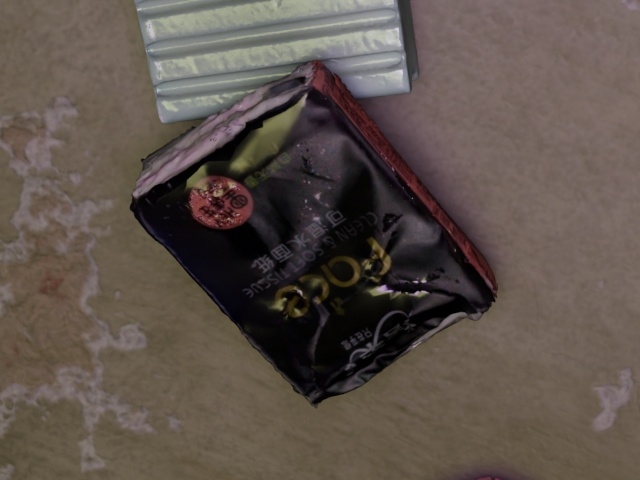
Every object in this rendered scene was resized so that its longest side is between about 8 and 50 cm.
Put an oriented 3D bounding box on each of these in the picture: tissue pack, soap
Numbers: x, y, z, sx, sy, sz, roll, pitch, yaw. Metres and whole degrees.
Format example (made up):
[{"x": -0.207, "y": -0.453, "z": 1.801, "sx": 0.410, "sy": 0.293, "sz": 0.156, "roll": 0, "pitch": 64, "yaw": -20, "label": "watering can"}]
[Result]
[{"x": 0.000, "y": 0.000, "z": 1.276, "sx": 0.245, "sy": 0.123, "sz": 0.332, "roll": -29, "pitch": 120, "yaw": 22, "label": "tissue pack"}, {"x": -0.044, "y": -0.216, "z": 1.272, "sx": 0.265, "sy": 0.087, "sz": 0.160, "roll": -6, "pitch": 108, "yaw": 14, "label": "soap"}]

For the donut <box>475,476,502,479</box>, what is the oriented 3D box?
[{"x": 0.177, "y": 0.317, "z": 1.418, "sx": 0.166, "sy": 0.065, "sz": 0.108, "roll": -27, "pitch": 101, "yaw": 20, "label": "donut"}]
